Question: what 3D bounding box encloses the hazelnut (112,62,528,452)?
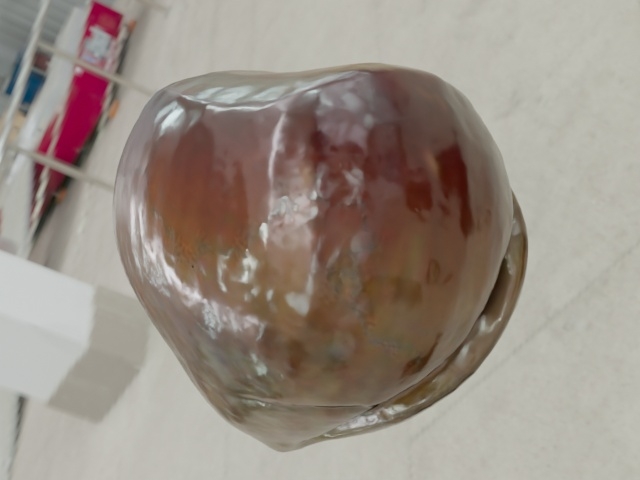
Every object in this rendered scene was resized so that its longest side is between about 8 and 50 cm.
[{"bbox_3d":[0.000,0.000,1.016,0.359,0.359,0.409,-65,26,3],"label":"hazelnut"}]
